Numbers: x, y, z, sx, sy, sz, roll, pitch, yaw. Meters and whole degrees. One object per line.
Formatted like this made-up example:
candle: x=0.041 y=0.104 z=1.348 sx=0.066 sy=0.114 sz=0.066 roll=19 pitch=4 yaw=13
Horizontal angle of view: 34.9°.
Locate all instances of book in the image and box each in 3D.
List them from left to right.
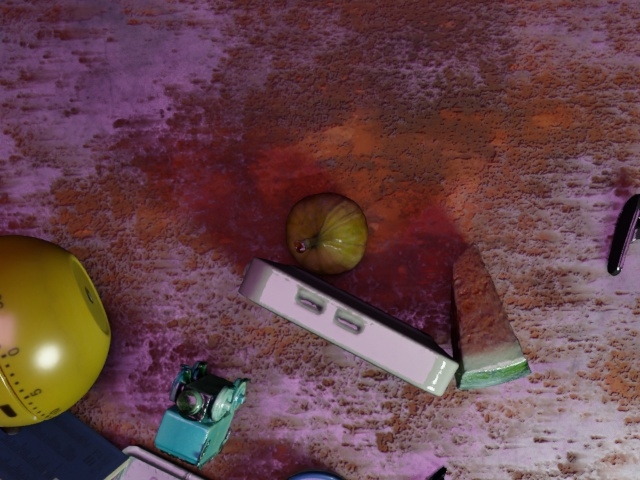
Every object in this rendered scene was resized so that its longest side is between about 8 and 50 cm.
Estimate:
book: x=-0.506 y=0.375 z=1.831 sx=0.269 sy=0.025 sz=0.191 roll=32 pitch=42 yaw=18

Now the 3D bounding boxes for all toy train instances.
toy train: x=-0.214 y=0.310 z=1.819 sx=0.112 sy=0.203 sz=0.163 roll=22 pitch=94 yaw=11

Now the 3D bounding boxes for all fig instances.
fig: x=-0.006 y=0.007 z=1.841 sx=0.160 sy=0.231 sz=0.143 roll=38 pitch=129 yaw=1

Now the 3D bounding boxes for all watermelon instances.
watermelon: x=0.284 y=0.135 z=1.814 sx=0.140 sy=0.193 sz=0.256 roll=-13 pitch=68 yaw=3

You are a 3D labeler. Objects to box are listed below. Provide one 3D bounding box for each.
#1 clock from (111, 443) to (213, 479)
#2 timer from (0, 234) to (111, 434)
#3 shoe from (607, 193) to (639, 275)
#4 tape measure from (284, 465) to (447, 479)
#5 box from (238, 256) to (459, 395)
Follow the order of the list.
clock: x=-0.292 y=0.549 z=1.869 sx=0.279 sy=0.049 sz=0.273 roll=25 pitch=85 yaw=6
timer: x=-0.577 y=0.175 z=1.784 sx=0.387 sy=0.376 sz=0.376 roll=-22 pitch=83 yaw=-2
shoe: x=0.575 y=-0.005 z=1.875 sx=0.053 sy=0.062 sz=0.159 roll=21 pitch=85 yaw=-7
tape measure: x=0.044 y=0.476 z=1.836 sx=0.215 sy=0.098 sz=0.351 roll=44 pitch=86 yaw=6
box: x=0.053 y=0.139 z=1.735 sx=0.373 sy=0.367 sz=0.090 roll=28 pitch=88 yaw=5
